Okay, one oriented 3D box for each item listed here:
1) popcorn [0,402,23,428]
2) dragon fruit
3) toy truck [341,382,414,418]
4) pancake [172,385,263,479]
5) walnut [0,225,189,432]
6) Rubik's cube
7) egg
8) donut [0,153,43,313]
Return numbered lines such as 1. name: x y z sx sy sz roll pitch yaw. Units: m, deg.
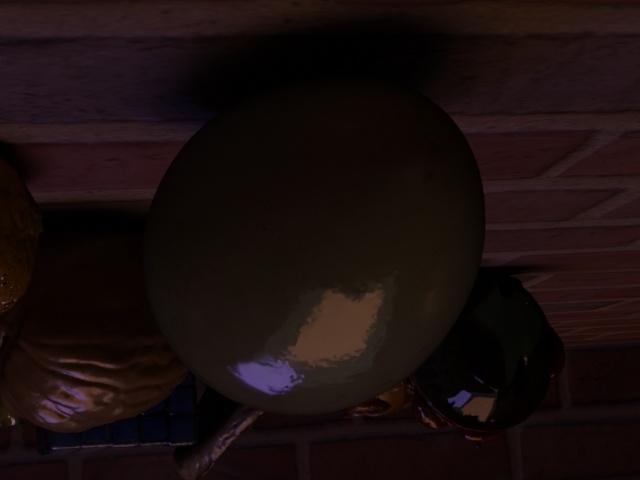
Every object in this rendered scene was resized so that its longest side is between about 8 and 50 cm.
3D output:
1. popcorn: -0.485 0.150 1.373 0.293 0.237 0.293 -5 170 -1
2. dragon fruit: 0.244 0.162 1.747 0.268 0.295 0.130 28 155 -1
3. toy truck: 0.126 0.225 2.152 0.212 0.204 0.288 -6 169 -1
4. pancake: -0.134 0.244 1.894 0.065 0.356 0.356 35 160 -10
5. walnut: -0.242 0.089 1.199 0.225 0.225 0.261 -9 175 27
6. Rubik's cube: -0.336 0.219 1.840 0.237 0.237 0.238 0 169 -18
7. egg: 0.000 0.000 0.760 0.218 0.218 0.295 1 160 -27
8. donut: -0.342 -0.010 0.906 0.253 0.118 0.253 -2 155 -1
